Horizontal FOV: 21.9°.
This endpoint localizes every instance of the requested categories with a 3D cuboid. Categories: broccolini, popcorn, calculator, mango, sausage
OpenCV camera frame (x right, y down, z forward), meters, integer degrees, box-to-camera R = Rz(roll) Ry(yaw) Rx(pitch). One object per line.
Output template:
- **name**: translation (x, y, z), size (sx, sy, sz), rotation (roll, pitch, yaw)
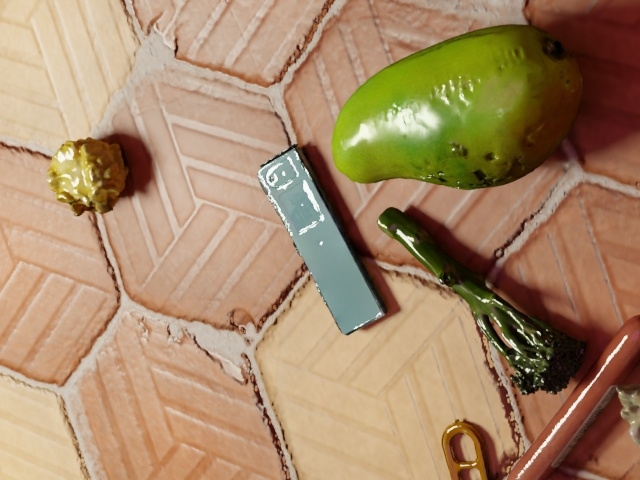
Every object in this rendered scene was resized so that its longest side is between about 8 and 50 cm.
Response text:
- **broccolini**: translation (0.128, 0.051, 1.390), size (0.067, 0.058, 0.216), rotation (-46, 62, -9)
- **popcorn**: translation (-0.221, -0.061, 1.584), size (0.082, 0.057, 0.083), rotation (-42, 74, 28)
- **calculator**: translation (0.000, 0.000, 1.472), size (0.057, 0.018, 0.172), rotation (-32, 84, 37)
- **mango**: translation (0.108, -0.096, 1.318), size (0.233, 0.111, 0.125), rotation (-23, 84, 37)
- **sausage**: translation (0.212, 0.140, 1.357), size (0.029, 0.029, 0.223), rotation (42, 122, 18)

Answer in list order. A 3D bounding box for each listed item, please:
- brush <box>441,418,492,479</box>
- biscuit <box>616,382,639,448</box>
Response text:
- **brush**: translation (0.156, 0.307, 1.450), size (0.090, 0.017, 0.314), rotation (-11, 95, 36)
- **biscuit**: translation (0.367, 0.161, 1.227), size (0.281, 0.084, 0.179), rotation (-6, 103, 37)
